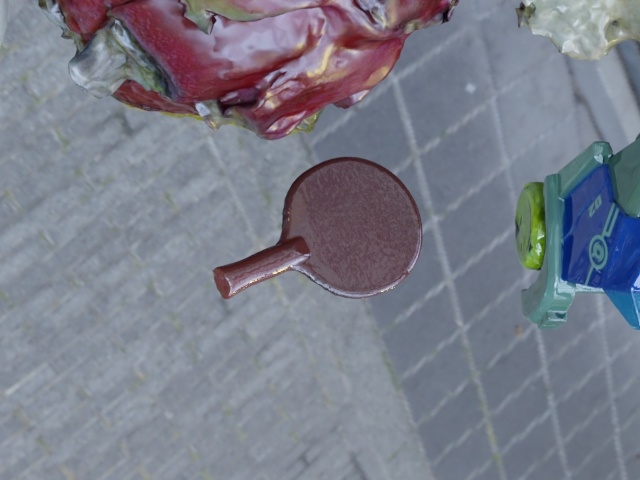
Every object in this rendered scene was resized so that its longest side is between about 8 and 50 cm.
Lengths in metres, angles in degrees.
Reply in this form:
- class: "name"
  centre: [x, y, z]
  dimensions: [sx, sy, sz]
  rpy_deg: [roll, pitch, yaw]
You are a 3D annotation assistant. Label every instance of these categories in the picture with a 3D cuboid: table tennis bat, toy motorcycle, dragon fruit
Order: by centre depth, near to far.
- class: "dragon fruit"
  centre: [-0.045, -0.231, 0.780]
  dimensions: [0.329, 0.329, 0.329]
  rpy_deg: [-26, 136, -27]
- class: "table tennis bat"
  centre: [0.000, 0.000, 0.813]
  dimensions: [0.155, 0.098, 0.019]
  rpy_deg: [-23, 173, -24]
- class: "toy motorcycle"
  centre: [0.313, 0.007, 1.198]
  dimensions: [0.191, 0.199, 0.326]
  rpy_deg: [2, 166, -3]

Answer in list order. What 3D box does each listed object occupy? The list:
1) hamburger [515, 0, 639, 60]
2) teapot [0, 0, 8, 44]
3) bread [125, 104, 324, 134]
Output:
- class: "hamburger"
  centre: [0.315, -0.322, 0.777]
  dimensions: [0.445, 0.268, 0.287]
  rpy_deg: [106, 8, -49]
- class: "teapot"
  centre: [-0.312, -0.136, 0.802]
  dimensions: [0.208, 0.166, 0.299]
  rpy_deg: [-6, 138, -28]
- class: "bread"
  centre: [-0.100, -0.159, 1.205]
  dimensions: [0.269, 0.098, 0.087]
  rpy_deg: [5, 80, -51]
